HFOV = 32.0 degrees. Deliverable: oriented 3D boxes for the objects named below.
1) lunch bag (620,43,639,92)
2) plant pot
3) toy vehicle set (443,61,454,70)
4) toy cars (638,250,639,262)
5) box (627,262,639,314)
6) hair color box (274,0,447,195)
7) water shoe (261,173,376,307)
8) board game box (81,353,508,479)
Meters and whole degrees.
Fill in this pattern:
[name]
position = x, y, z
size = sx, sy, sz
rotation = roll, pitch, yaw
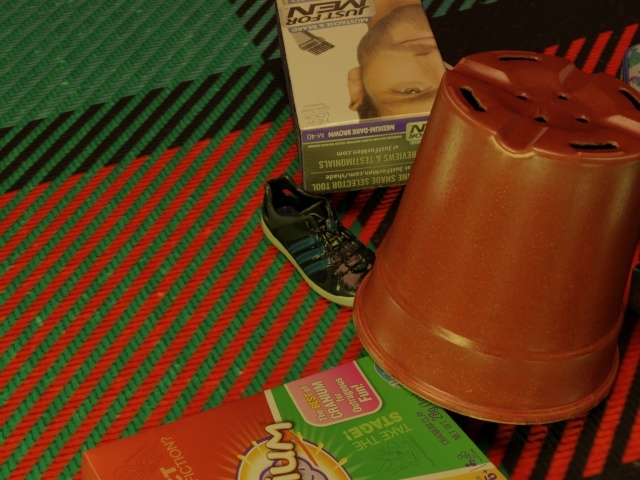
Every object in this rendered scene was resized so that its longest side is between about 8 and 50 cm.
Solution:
[lunch bag]
position = 0.461, -0.155, 1.308
size = 0.219, 0.090, 0.176
rotation = 5, 47, 13
[plant pot]
position = 0.185, -0.017, 1.049
size = 0.273, 0.265, 0.272
rotation = 7, 35, -5
[toy vehicle set]
position = 0.165, -0.133, 1.386
size = 0.166, 0.035, 0.267
rotation = -31, 49, -25
[toy cars]
position = 0.349, -0.059, 1.139
size = 0.176, 0.087, 0.393
rotation = -38, 24, -3
[box]
position = 0.444, 0.017, 1.180
size = 0.244, 0.060, 0.100
rotation = -31, 48, -25
[hair color box]
position = 0.049, -0.209, 1.374
size = 0.185, 0.110, 0.338
rotation = -7, 45, -4
[water shoe]
position = 0.000, 0.000, 1.227
size = 0.073, 0.080, 0.203
rotation = -34, 50, -27
[board game box]
position = -0.008, 0.230, 0.945
size = 0.317, 0.064, 0.242
rotation = -15, 42, -30
